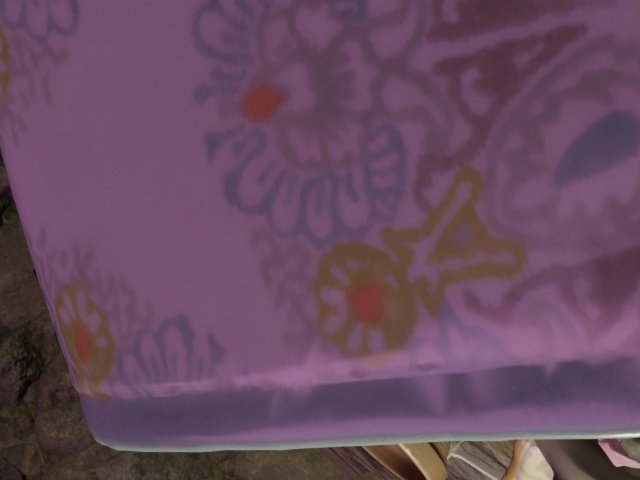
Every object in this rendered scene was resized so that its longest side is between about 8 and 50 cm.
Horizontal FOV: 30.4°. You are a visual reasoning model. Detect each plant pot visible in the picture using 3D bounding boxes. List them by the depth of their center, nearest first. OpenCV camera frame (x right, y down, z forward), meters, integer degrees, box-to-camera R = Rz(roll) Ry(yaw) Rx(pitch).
[{"bbox_3d":[0.090,0.208,1.527,0.237,0.110,0.237,40,166,12],"label":"plant pot"}]

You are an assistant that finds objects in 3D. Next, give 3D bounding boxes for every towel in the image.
[{"bbox_3d":[0.002,-0.085,0.424,0.374,0.090,0.320,-11,94,41],"label":"towel"}]

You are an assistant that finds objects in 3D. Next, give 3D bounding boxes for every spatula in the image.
[{"bbox_3d":[0.173,0.343,1.575,0.242,0.168,0.019,30,148,31],"label":"spatula"}]

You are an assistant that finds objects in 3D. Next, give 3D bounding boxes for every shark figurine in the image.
[{"bbox_3d":[0.259,0.229,1.058,0.278,0.116,0.166,31,150,54],"label":"shark figurine"}]

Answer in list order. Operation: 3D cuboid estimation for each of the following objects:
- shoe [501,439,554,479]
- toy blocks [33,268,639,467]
[{"bbox_3d":[0.245,0.258,1.301,0.058,0.076,0.219,44,165,24],"label":"shoe"},{"bbox_3d":[0.040,0.029,0.724,0.260,0.309,0.288,54,165,-13],"label":"toy blocks"}]
